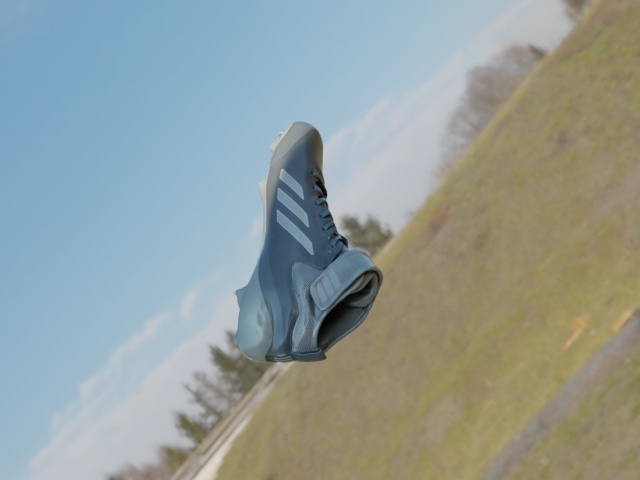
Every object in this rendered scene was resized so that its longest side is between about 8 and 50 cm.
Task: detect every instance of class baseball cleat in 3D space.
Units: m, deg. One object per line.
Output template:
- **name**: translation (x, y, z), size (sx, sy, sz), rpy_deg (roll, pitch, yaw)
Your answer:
- **baseball cleat**: translation (0.000, 0.000, 0.857), size (0.072, 0.109, 0.206), rpy_deg (55, -140, -56)
